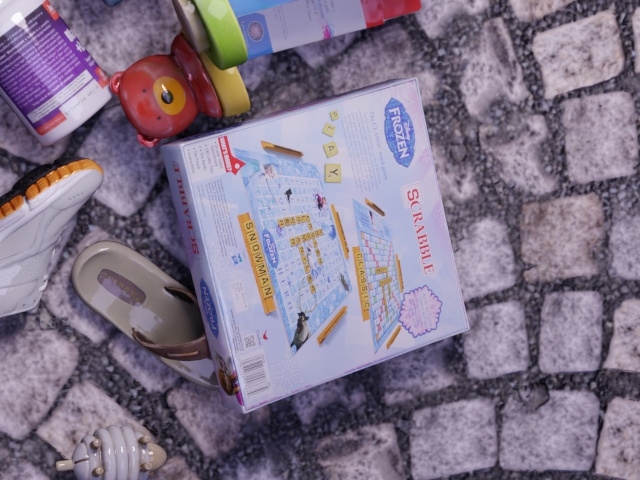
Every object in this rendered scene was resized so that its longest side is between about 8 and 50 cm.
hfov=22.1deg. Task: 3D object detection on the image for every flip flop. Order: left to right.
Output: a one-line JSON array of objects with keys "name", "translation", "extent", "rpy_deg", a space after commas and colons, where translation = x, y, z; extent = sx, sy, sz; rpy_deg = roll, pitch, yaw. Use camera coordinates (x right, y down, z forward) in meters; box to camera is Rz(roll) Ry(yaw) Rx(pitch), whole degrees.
[{"name": "flip flop", "translation": [-0.166, 0.094, 1.923], "extent": [0.277, 0.080, 0.112], "rpy_deg": [34, 89, -15]}]

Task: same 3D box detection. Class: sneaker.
[{"name": "sneaker", "translation": [-0.338, 0.014, 1.874], "extent": [0.262, 0.099, 0.121], "rpy_deg": [-39, 112, 2]}]

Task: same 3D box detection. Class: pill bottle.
[{"name": "pill bottle", "translation": [-0.327, -0.210, 1.828], "extent": [0.108, 0.108, 0.193], "rpy_deg": [-39, 105, -5]}]

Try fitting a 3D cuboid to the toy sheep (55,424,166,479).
[{"name": "toy sheep", "translation": [-0.245, 0.257, 1.924], "extent": [0.132, 0.091, 0.091], "rpy_deg": [2, 97, -21]}]

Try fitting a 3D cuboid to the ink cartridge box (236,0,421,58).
[{"name": "ink cartridge box", "translation": [-0.012, -0.300, 1.905], "extent": [0.231, 0.078, 0.134], "rpy_deg": [-16, 102, -11]}]

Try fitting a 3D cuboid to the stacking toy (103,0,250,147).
[{"name": "stacking toy", "translation": [-0.197, -0.259, 1.755], "extent": [0.130, 0.279, 0.309], "rpy_deg": [-28, 89, -8]}]

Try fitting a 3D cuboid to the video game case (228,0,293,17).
[{"name": "video game case", "translation": [0.002, -0.354, 1.782], "extent": [0.269, 0.244, 0.061], "rpy_deg": [-16, 128, -2]}]

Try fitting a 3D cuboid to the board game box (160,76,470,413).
[{"name": "board game box", "translation": [0.000, 0.000, 1.918], "extent": [0.318, 0.066, 0.319], "rpy_deg": [-17, 102, -26]}]
